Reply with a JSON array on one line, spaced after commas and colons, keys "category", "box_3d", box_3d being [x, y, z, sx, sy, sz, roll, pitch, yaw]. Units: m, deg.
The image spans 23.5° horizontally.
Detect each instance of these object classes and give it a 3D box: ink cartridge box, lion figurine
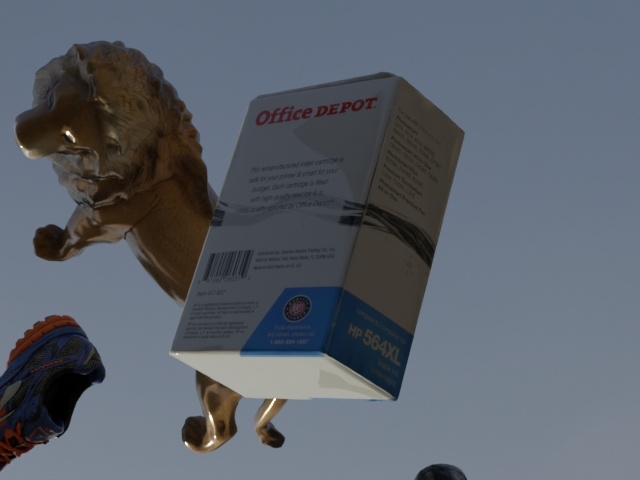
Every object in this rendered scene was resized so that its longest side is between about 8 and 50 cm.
[{"category": "ink cartridge box", "box_3d": [0.000, 0.000, 1.047, 0.086, 0.148, 0.203, 35, -117, -40]}, {"category": "lion figurine", "box_3d": [-0.110, 0.015, 1.285, 0.392, 0.240, 0.142, 47, -125, -11]}]

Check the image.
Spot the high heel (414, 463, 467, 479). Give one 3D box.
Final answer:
[{"category": "high heel", "box_3d": [0.078, 0.289, 0.918, 0.093, 0.186, 0.261, -3, -67, -3]}]

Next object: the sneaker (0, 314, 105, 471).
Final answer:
[{"category": "sneaker", "box_3d": [-0.298, 0.175, 1.514, 0.221, 0.087, 0.083, -53, -35, -7]}]
